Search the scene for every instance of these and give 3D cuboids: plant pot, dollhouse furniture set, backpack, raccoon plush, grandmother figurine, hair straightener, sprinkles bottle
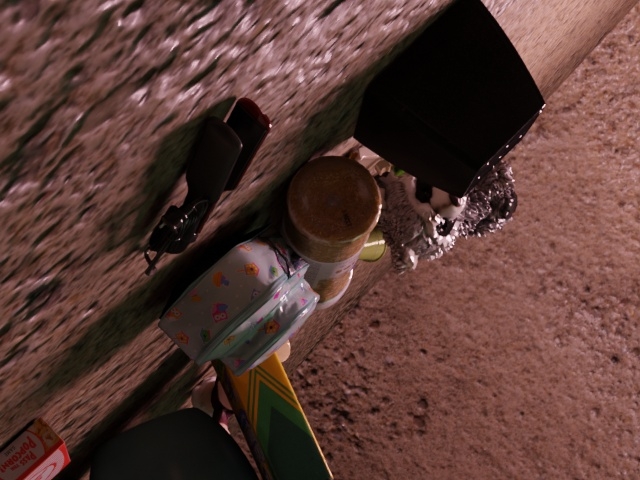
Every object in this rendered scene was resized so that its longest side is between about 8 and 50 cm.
[{"bbox_3d":[-0.236,0.409,1.819,0.293,0.235,0.293,-22,167,-6],"label":"plant pot"},{"bbox_3d":[0.070,-0.125,1.634,0.152,0.058,0.076,-8,154,-46],"label":"dollhouse furniture set"},{"bbox_3d":[-0.099,0.077,1.352,0.166,0.144,0.188,-42,171,15],"label":"backpack"},{"bbox_3d":[0.071,0.008,2.164,0.079,0.083,0.083,-16,151,-52],"label":"plant pot"},{"bbox_3d":[0.172,-0.166,1.428,0.187,0.167,0.188,-44,171,-13],"label":"plant pot"},{"bbox_3d":[0.167,-0.022,2.085,0.299,0.216,0.446,-33,167,-28],"label":"raccoon plush"},{"bbox_3d":[-0.155,0.273,2.067,0.207,0.104,0.342,-66,-168,-24],"label":"grandmother figurine"},{"bbox_3d":[-0.125,-0.035,1.024,0.089,0.047,0.230,-38,174,-43],"label":"hair straightener"},{"bbox_3d":[0.000,0.000,1.545,0.121,0.121,0.355,-44,172,-16],"label":"sprinkles bottle"}]

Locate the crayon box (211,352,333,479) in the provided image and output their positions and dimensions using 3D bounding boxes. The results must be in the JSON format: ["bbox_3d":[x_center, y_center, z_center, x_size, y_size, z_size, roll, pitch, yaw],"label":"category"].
[{"bbox_3d":[-0.093,0.254,1.788,0.083,0.323,0.203,-22,166,-13],"label":"crayon box"}]

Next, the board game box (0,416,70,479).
[{"bbox_3d":[-0.386,0.302,1.338,0.193,0.045,0.147,-43,172,-19],"label":"board game box"}]
